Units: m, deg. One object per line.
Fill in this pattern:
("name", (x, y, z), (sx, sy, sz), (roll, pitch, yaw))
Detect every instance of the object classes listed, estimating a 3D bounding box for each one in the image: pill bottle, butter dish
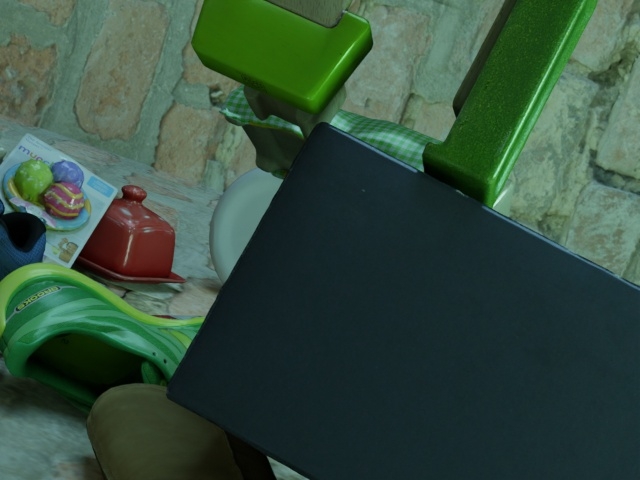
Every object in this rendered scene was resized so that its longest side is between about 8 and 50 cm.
("pill bottle", (0.000, 0.000, 1.799), (0.210, 0.210, 0.363), (22, 7, 21))
("butter dish", (-0.259, -0.015, 1.565), (0.160, 0.118, 0.160), (22, 6, 27))

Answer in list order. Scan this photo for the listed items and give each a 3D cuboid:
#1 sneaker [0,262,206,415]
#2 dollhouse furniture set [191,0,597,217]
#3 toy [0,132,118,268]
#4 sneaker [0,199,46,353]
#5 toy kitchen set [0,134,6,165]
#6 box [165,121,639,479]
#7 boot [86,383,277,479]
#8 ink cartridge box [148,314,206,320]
("sneaker", (-0.137, 0.117, 0.998), (0.296, 0.109, 0.123), (18, 29, -25))
("dollhouse furniture set", (0.053, -0.109, 0.787), (0.198, 0.151, 0.301), (25, -7, 10))
("toy", (-0.325, -0.052, 1.420), (0.137, 0.056, 0.237), (33, 34, -10))
("sneaker", (-0.341, 0.011, 0.964), (0.130, 0.147, 0.330), (22, 7, 21))
("toy kitchen set", (-0.474, -0.050, 1.484), (0.122, 0.166, 0.207), (22, -30, 18))
("box", (0.116, 0.112, 0.764), (0.343, 0.179, 0.312), (28, -6, 8))
("boot", (-0.032, 0.175, 0.776), (0.236, 0.089, 0.269), (24, 1, -14))
("ink cartridge box", (-0.104, 0.115, 1.193), (0.099, 0.056, 0.135), (22, 7, 28))
